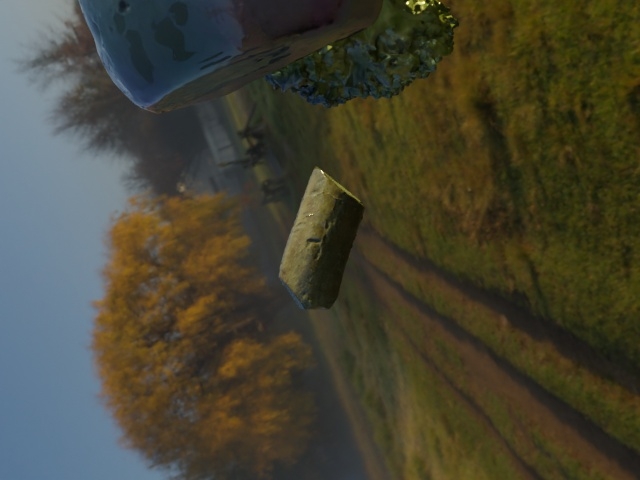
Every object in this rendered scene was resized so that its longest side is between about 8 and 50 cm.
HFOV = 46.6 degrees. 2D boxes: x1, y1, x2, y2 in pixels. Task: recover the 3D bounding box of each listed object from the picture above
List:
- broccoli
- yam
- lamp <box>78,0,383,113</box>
[{"bbox_3d":[0.044,-0.322,0.822,0.353,0.397,0.274,26,-144,-48],"label":"broccoli"},{"bbox_3d":[0.000,0.000,0.772,0.070,0.070,0.146,156,133,-85],"label":"yam"},{"bbox_3d":[-0.114,-0.232,0.422,0.247,0.247,0.301,-35,-75,-57],"label":"lamp"}]
